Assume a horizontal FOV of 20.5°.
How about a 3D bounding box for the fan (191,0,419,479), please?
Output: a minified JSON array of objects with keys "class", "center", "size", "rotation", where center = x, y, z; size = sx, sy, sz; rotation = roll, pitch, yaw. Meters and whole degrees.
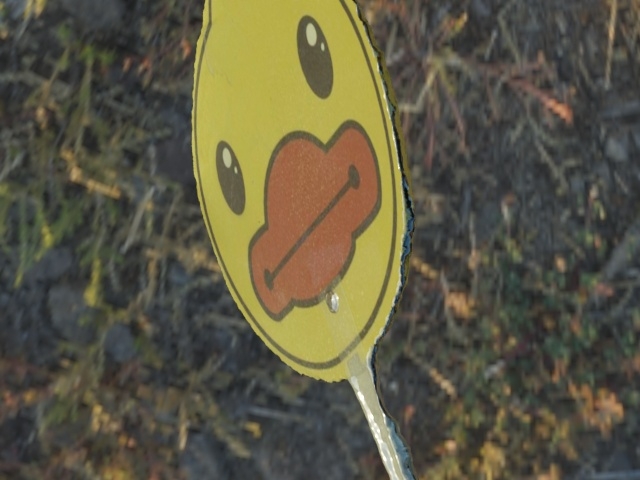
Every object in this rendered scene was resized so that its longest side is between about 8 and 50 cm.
[{"class":"fan","center":[-0.001,0.000,0.842],"size":[0.011,0.335,0.229],"rotation":[-12,159,-26]}]
